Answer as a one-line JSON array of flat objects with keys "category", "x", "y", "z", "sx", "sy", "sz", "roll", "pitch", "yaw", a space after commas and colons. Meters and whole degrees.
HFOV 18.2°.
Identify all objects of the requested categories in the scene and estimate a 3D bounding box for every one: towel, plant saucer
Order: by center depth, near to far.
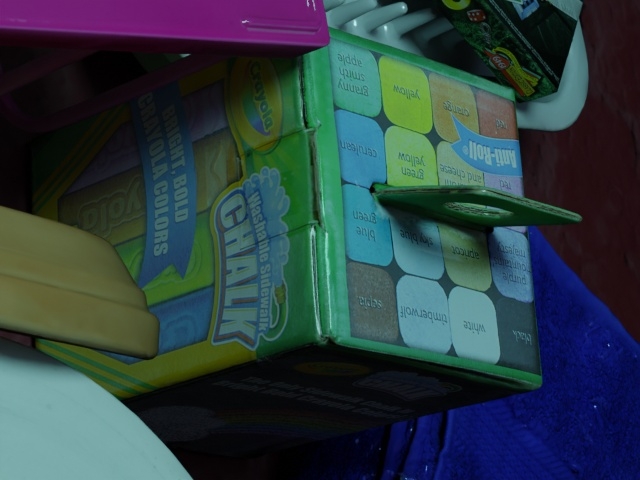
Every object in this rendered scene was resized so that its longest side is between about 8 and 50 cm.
[{"category": "plant saucer", "x": -0.147, "y": 0.001, "z": 0.638, "sx": 0.200, "sy": 0.200, "sz": 0.037, "roll": 16, "pitch": 84, "yaw": -46}, {"category": "towel", "x": 0.081, "y": 0.137, "z": 0.947, "sx": 0.227, "sy": 0.076, "sz": 0.308, "roll": 41, "pitch": 47, "yaw": -31}]

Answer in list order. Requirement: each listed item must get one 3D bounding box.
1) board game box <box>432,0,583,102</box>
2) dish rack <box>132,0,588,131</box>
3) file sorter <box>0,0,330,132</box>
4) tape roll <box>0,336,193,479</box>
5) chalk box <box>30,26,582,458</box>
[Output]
[{"category": "board game box", "x": 0.048, "y": -0.200, "z": 0.975, "sx": 0.260, "sy": 0.030, "sz": 0.136, "roll": 46, "pitch": 46, "yaw": -28}, {"category": "dish rack", "x": -0.003, "y": -0.185, "z": 0.985, "sx": 0.333, "sy": 0.072, "sz": 0.285, "roll": 1, "pitch": 74, "yaw": -49}, {"category": "file sorter", "x": -0.174, "y": -0.141, "z": 0.677, "sx": 0.290, "sy": 0.182, "sz": 0.202, "roll": -3, "pitch": 78, "yaw": -49}, {"category": "tape roll", "x": -0.151, "y": 0.160, "z": 0.592, "sx": 0.246, "sy": 0.169, "sz": 0.246, "roll": 23, "pitch": 58, "yaw": -42}, {"category": "chalk box", "x": 0.000, "y": 0.000, "z": 0.798, "sx": 0.132, "sy": 0.213, "sz": 0.132, "roll": 15, "pitch": 64, "yaw": -46}]
